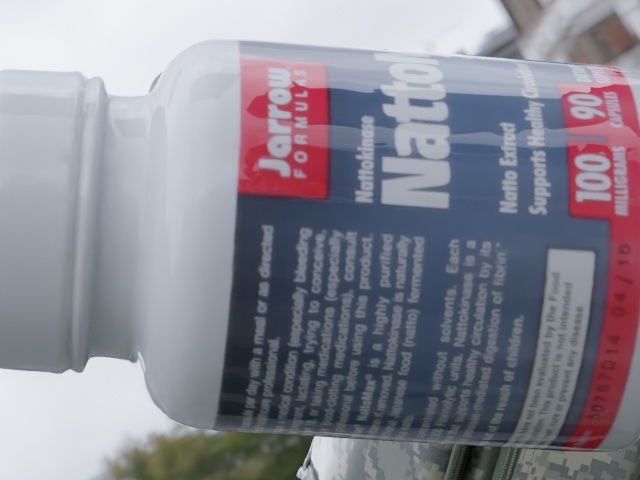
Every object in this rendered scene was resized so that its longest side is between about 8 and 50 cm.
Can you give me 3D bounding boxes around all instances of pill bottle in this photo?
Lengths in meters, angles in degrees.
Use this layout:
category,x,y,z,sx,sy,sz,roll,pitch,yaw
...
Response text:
category,x,y,z,sx,sy,sz,roll,pitch,yaw
pill bottle,0.000,0.000,0.536,0.180,0.108,0.108,3,-19,-6

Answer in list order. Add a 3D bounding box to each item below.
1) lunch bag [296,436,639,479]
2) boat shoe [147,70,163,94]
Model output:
category,x,y,z,sx,sy,sz,roll,pitch,yaw
lunch bag,0.129,0.091,1.243,0.212,0.256,0.305,-23,-47,-53
boat shoe,-0.002,-0.055,1.094,0.190,0.068,0.072,8,-8,-38
